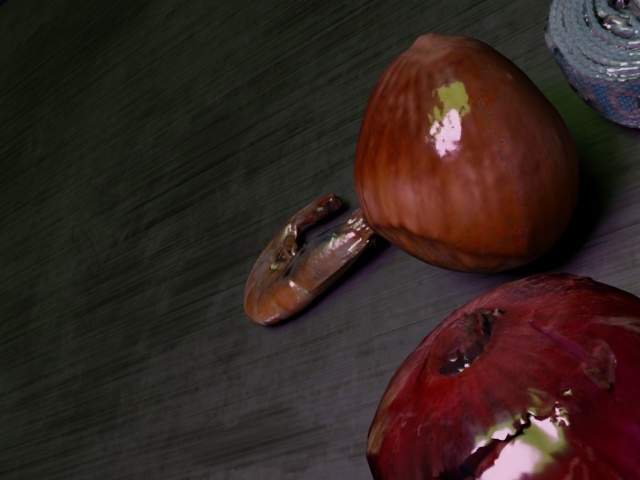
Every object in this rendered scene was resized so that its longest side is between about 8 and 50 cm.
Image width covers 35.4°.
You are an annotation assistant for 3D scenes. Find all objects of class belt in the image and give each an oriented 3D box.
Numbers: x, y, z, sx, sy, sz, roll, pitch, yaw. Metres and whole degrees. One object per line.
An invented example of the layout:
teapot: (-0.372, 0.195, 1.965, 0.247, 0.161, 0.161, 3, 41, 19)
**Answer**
belt: (0.270, -0.173, 0.854, 0.147, 0.082, 0.163, -7, 53, 36)

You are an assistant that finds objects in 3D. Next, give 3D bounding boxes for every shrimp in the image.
shrimp: (-0.002, -0.001, 1.068, 0.251, 0.052, 0.143, -31, 38, 33)

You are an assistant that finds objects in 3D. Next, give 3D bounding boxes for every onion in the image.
onion: (0.139, 0.129, 0.664, 0.246, 0.190, 0.246, -39, 19, 17)

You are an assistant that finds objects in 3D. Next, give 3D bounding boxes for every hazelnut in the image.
hazelnut: (0.120, -0.075, 0.855, 0.176, 0.214, 0.214, -22, 21, -29)
